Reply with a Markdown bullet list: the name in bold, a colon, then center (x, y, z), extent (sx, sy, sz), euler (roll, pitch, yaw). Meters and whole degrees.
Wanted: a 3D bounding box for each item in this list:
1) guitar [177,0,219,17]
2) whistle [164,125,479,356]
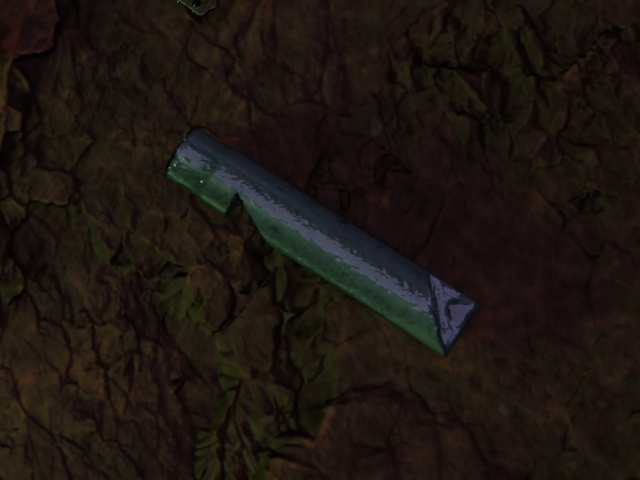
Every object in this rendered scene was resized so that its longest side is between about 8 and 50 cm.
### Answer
- **guitar**: center (-0.204, -0.291, 1.107), extent (0.271, 0.038, 0.084), euler (34, 87, 6)
- **whistle**: center (0.000, 0.000, 1.067), extent (0.312, 0.062, 0.062), euler (32, 87, 4)
